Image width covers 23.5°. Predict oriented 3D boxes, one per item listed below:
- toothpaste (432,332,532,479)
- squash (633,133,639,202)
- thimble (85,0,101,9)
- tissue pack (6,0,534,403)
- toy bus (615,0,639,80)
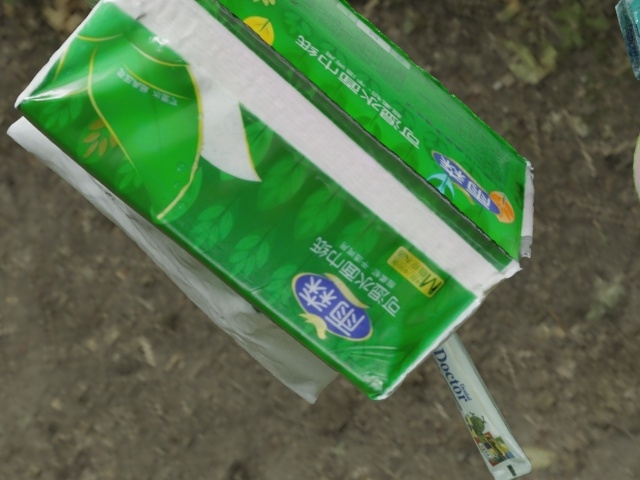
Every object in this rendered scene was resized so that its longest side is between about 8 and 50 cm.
[{"bbox_3d":[0.179,0.176,1.875,0.067,0.037,0.255,-34,82,48],"label":"toothpaste"},{"bbox_3d":[0.436,-0.082,1.762,0.132,0.105,0.105,4,53,-8],"label":"squash"},{"bbox_3d":[-0.096,-0.240,0.869,0.219,0.150,0.219,-50,5,6],"label":"thimble"},{"bbox_3d":[-0.028,-0.030,0.718,0.156,0.209,0.148,-47,8,19],"label":"tissue pack"},{"bbox_3d":[0.464,-0.217,1.663,0.147,0.256,0.128,-54,30,43],"label":"toy bus"}]
